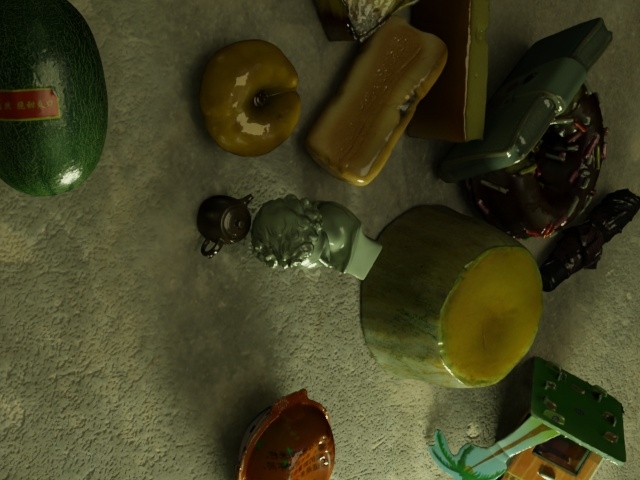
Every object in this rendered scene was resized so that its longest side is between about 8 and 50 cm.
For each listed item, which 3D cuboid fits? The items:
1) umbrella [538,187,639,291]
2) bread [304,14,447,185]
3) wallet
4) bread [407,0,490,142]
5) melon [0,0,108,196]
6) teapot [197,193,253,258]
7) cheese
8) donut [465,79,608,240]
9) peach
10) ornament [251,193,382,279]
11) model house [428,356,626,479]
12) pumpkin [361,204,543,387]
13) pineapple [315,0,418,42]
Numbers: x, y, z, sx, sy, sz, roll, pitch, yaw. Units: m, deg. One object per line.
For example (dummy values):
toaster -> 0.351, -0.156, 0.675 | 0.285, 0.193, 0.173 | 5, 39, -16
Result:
umbrella -> 0.550, -0.004, 2.377 | 0.326, 0.090, 0.094 | -38, 143, -30
bread -> 0.091, -0.231, 1.913 | 0.305, 0.142, 0.091 | -58, 170, -15
wallet -> 0.370, -0.254, 2.073 | 0.083, 0.252, 0.360 | 44, 67, -13
bread -> 0.224, -0.355, 1.987 | 0.077, 0.138, 0.361 | -7, 103, -42
melon -> -0.365, -0.199, 1.473 | 0.182, 0.182, 0.288 | -14, 105, -39
teapot -> -0.146, -0.024, 1.774 | 0.076, 0.068, 0.121 | 45, 69, -37
cheese -> -0.059, 0.396, 1.900 | 0.217, 0.129, 0.329 | -20, 123, -40
donut -> 0.433, -0.135, 2.218 | 0.345, 0.136, 0.259 | -46, 127, -24
peach -> -0.104, -0.217, 1.751 | 0.179, 0.103, 0.179 | -10, 105, -43
ornament -> -0.007, -0.009, 1.861 | 0.285, 0.130, 0.120 | 4, 107, -62
model house -> 0.387, 0.419, 2.303 | 0.324, 0.340, 0.300 | -63, 177, 19
pumpkin -> 0.249, 0.107, 2.067 | 0.332, 0.199, 0.332 | -7, 101, -38
pineapple -> 0.060, -0.413, 1.868 | 0.236, 0.114, 0.186 | 4, 96, -32
